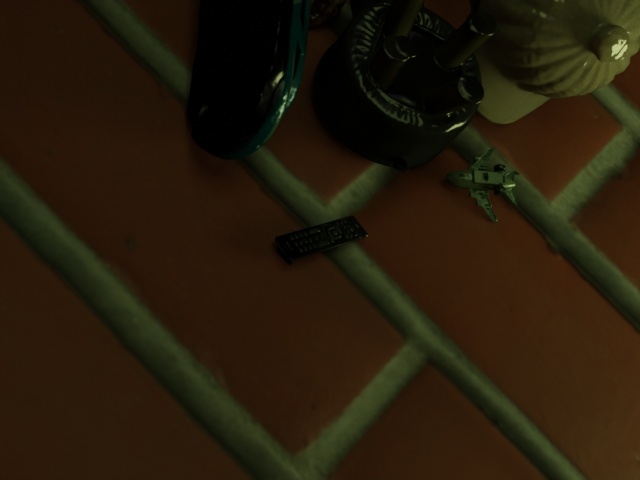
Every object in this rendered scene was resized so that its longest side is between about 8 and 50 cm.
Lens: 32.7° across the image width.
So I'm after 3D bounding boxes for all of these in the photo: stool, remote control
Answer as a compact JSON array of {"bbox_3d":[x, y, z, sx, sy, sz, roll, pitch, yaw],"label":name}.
[{"bbox_3d":[0.076,-0.185,1.075,0.153,0.139,0.228,-19,76,-30],"label":"stool"},{"bbox_3d":[0.000,0.000,1.012,0.091,0.016,0.034,-17,54,-31],"label":"remote control"}]

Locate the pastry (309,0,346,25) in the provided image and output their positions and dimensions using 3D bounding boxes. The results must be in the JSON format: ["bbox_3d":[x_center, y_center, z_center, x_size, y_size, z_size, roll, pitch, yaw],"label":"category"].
[{"bbox_3d":[-0.005,-0.309,1.161,0.087,0.063,0.169,3,61,-20],"label":"pastry"}]

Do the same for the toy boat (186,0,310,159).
[{"bbox_3d":[-0.047,-0.209,1.040,0.092,0.134,0.298,22,64,-40],"label":"toy boat"}]

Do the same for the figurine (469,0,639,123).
[{"bbox_3d":[0.219,-0.296,1.168,0.185,0.204,0.332,-3,63,-23],"label":"figurine"}]

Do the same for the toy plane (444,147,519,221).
[{"bbox_3d":[0.167,-0.061,1.113,0.083,0.033,0.080,7,74,-20],"label":"toy plane"}]
